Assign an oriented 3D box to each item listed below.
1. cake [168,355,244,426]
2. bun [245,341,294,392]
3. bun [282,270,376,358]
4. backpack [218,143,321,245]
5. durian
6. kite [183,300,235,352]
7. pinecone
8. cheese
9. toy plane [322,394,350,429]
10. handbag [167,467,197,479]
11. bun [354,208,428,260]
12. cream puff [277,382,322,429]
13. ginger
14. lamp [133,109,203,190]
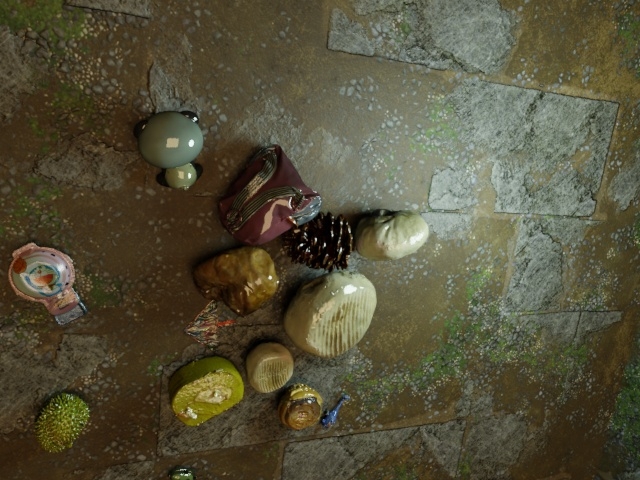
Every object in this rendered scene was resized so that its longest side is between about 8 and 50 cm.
[{"bbox_3d":[-0.413,0.533,1.811,0.261,0.156,0.179,-28,119,-14],"label":"cake"},{"bbox_3d":[-0.195,0.470,1.891,0.179,0.128,0.192,-10,119,-18],"label":"bun"},{"bbox_3d":[0.038,0.265,1.866,0.362,0.235,0.326,-38,125,-14],"label":"bun"},{"bbox_3d":[-0.191,-0.133,1.669,0.317,0.197,0.283,-36,76,-6],"label":"backpack"},{"bbox_3d":[-0.861,0.604,1.654,0.159,0.146,0.198,30,90,-24],"label":"durian"},{"bbox_3d":[-0.403,0.308,1.825,0.189,0.009,0.231,-6,107,-19],"label":"kite"},{"bbox_3d":[0.000,0.000,1.783,0.273,0.224,0.224,10,101,-16],"label":"pinecone"},{"bbox_3d":[-0.847,0.137,1.571,0.189,0.074,0.285,-27,114,-11],"label":"cheese"},{"bbox_3d":[0.061,0.718,2.093,0.054,0.062,0.167,41,78,-25],"label":"toy plane"},{"bbox_3d":[-0.532,0.903,1.919,0.111,0.047,0.072,25,94,-27],"label":"handbag"},{"bbox_3d":[0.251,-0.030,1.842,0.273,0.273,0.168,-22,114,-15],"label":"bun"},{"bbox_3d":[-0.085,0.646,1.977,0.189,0.129,0.188,-8,116,-17],"label":"cream puff"},{"bbox_3d":[-0.273,0.116,1.722,0.270,0.200,0.223,30,54,11],"label":"ginger"},{"bbox_3d":[-0.456,-0.282,1.559,0.198,0.197,0.243,-19,133,-16],"label":"lamp"}]
